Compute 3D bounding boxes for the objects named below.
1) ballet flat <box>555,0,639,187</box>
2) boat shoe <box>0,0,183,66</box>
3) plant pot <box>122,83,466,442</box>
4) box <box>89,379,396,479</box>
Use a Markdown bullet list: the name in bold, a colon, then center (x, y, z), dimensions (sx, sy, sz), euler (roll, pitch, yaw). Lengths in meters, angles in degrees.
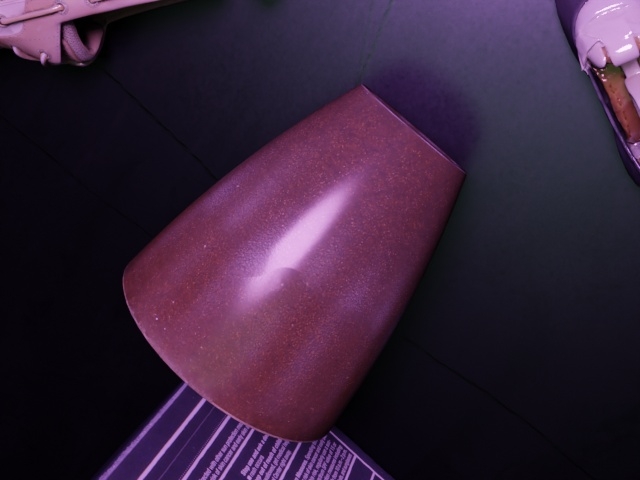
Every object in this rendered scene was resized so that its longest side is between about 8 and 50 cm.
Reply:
- **ballet flat**: center (0.226, -0.119, 0.520), dimensions (0.074, 0.074, 0.203), euler (-22, 103, 24)
- **boat shoe**: center (-0.230, -0.194, 0.620), dimensions (0.302, 0.109, 0.098), euler (-18, 103, 17)
- **plant pot**: center (0.000, 0.000, 0.581), dimensions (0.215, 0.215, 0.230), euler (40, 103, -1)
- **box**: center (-0.078, 0.290, 0.655), dimensions (0.294, 0.296, 0.183), euler (44, 117, -1)
